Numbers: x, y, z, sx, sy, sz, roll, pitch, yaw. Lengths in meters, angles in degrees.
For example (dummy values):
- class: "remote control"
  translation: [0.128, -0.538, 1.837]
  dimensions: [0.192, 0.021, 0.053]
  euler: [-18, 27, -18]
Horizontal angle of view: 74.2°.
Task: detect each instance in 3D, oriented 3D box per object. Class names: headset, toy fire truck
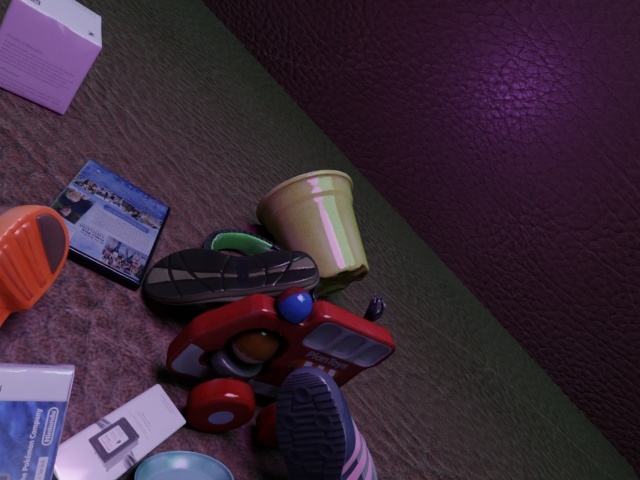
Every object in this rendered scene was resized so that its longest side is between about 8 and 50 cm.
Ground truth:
- class: "headset"
  translation: [-0.066, 0.088, 0.893]
  dimensions: [0.394, 0.185, 0.243]
  euler: [35, 23, 2]
- class: "toy fire truck"
  translation: [-0.062, 0.174, 0.663]
  dimensions: [0.302, 0.254, 0.169]
  euler: [31, 26, -32]

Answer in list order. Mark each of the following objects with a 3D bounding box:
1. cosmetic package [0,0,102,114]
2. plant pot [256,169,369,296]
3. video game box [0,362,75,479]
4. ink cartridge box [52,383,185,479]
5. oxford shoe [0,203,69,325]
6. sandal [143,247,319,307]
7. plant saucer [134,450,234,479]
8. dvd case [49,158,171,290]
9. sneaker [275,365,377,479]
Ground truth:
- class: "cosmetic package"
  translation: [-0.553, -0.391, 0.846]
  dimensions: [0.151, 0.183, 0.152]
  euler: [24, 31, -44]
- class: "plant pot"
  translation: [0.000, 0.000, 1.103]
  dimensions: [0.276, 0.276, 0.254]
  euler: [11, 51, -54]
- class: "video game box"
  translation: [-0.299, 0.188, 0.297]
  dimensions: [0.187, 0.048, 0.205]
  euler: [11, 76, -26]
- class: "ink cartridge box"
  translation: [-0.243, 0.237, 0.439]
  dimensions: [0.060, 0.104, 0.180]
  euler: [51, 23, 8]
- class: "oxford shoe"
  translation: [-0.416, 0.088, 0.415]
  dimensions: [0.132, 0.130, 0.364]
  euler: [7, 35, 7]
- class: "sandal"
  translation: [-0.153, 0.081, 0.736]
  dimensions: [0.302, 0.086, 0.120]
  euler: [1, 40, -4]
- class: "plant saucer"
  translation: [-0.166, 0.298, 0.515]
  dimensions: [0.119, 0.021, 0.119]
  euler: [14, 0, 0]
- class: "dvd case"
  translation: [-0.379, -0.037, 0.768]
  dimensions: [0.180, 0.022, 0.253]
  euler: [35, 24, -26]
- class: "sneaker"
  translation: [0.020, 0.311, 0.637]
  dimensions: [0.131, 0.112, 0.319]
  euler: [-42, 124, -62]
